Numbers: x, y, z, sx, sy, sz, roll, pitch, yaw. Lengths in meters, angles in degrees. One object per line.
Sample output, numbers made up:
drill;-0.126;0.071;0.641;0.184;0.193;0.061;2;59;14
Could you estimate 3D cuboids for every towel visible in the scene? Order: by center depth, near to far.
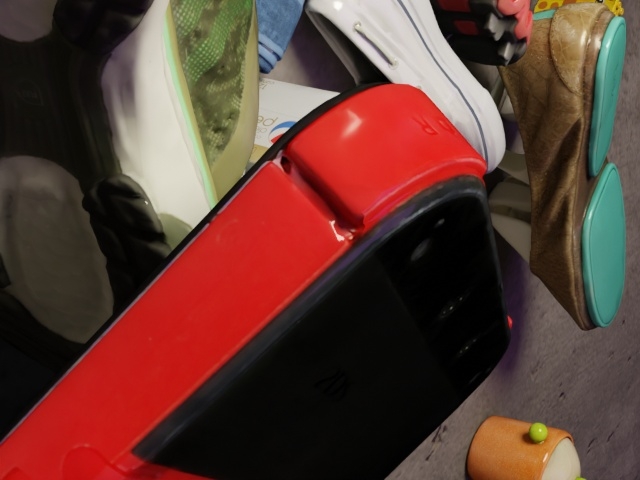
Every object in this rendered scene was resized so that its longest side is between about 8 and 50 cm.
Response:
towel;-0.026;-0.162;0.562;0.067;0.029;0.119;24;84;-57

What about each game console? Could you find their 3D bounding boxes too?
game console;-0.039;0.113;0.491;0.342;0.060;0.386;-43;158;-3

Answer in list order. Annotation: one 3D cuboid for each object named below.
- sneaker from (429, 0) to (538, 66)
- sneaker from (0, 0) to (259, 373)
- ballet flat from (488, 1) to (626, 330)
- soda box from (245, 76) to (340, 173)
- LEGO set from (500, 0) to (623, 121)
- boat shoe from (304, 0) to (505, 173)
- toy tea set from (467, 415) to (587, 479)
sneaker;0.094;-0.240;0.640;0.135;0.097;0.276;-63;147;-13
sneaker;-0.084;-0.130;0.403;0.182;0.158;0.410;-62;165;-50
ballet flat;0.201;-0.058;0.844;0.116;0.124;0.342;-57;145;-32
soda box;0.000;0.000;0.631;0.069;0.074;0.216;-52;141;-27
LEGO set;0.234;-0.216;0.851;0.087;0.093;0.227;34;76;-55
boat shoe;0.055;-0.109;0.673;0.076;0.083;0.226;-50;130;-12
toy tea set;0.250;0.317;1.081;0.336;0.124;0.200;34;76;-55
